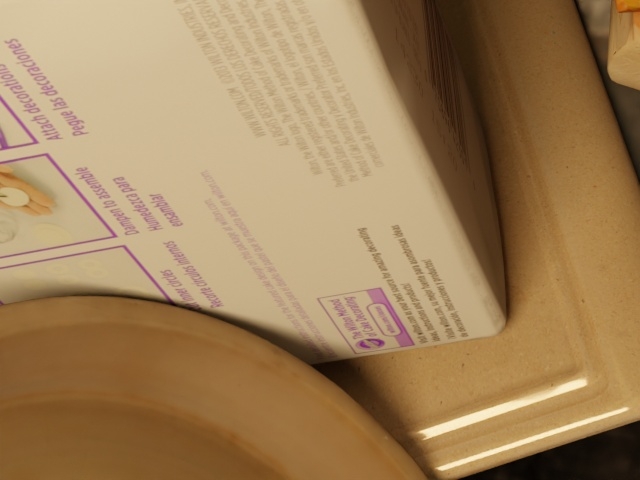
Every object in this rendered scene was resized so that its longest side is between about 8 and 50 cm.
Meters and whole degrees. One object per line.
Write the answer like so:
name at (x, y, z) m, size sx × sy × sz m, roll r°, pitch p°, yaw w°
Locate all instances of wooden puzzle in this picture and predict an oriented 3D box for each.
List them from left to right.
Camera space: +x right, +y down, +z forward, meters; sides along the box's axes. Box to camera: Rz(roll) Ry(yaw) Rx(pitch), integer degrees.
wooden puzzle at (0.000, 0.000, 0.634) m, size 0.238 × 0.044 × 0.221 m, roll -18°, pitch 60°, yaw 8°

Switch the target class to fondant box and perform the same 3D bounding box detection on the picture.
fondant box at (-0.127, -0.029, 0.522) m, size 0.330 × 0.238 × 0.096 m, roll -11°, pitch 62°, yaw 12°

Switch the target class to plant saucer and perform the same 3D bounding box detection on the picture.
plant saucer at (-0.052, 0.151, 0.475) m, size 0.041 × 0.278 × 0.278 m, roll -32°, pitch 50°, yaw 47°

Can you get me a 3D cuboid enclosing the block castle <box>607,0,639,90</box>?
block castle at (0.279, -0.198, 0.463) m, size 0.453 × 0.303 × 0.213 m, roll -2°, pitch 64°, yaw 19°
